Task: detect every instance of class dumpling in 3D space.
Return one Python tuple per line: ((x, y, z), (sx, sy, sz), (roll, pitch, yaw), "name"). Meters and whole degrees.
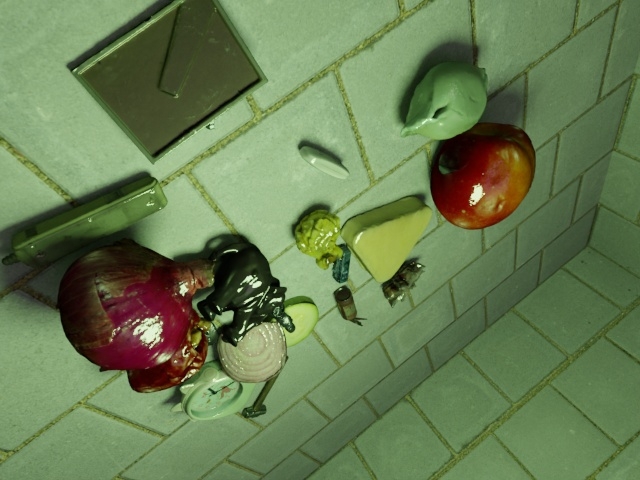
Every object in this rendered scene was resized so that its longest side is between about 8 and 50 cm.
((0.401, -0.421, 1.399), (0.321, 0.211, 0.269), (-4, 131, -24), "dumpling")

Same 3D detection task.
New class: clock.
((-0.412, 0.576, 1.704), (0.325, 0.108, 0.265), (6, 122, -41), "clock")

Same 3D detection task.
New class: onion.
((-0.431, 0.145, 1.104), (0.386, 0.347, 0.347), (-24, 140, 5), "onion")
((-0.248, 0.402, 1.638), (0.251, 0.111, 0.247), (-8, 108, -4), "onion")

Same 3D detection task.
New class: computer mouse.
((-0.398, 0.333, 1.546), (0.079, 0.047, 0.134), (-25, 135, -21), "computer mouse")

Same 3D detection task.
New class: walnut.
((-0.480, 0.330, 1.368), (0.269, 0.244, 0.221), (-25, 108, 8), "walnut")

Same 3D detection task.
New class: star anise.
((0.373, 0.187, 2.002), (0.236, 0.109, 0.223), (-19, 146, -51), "star anise")

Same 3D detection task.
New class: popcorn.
((0.005, -0.009, 1.502), (0.168, 0.174, 0.195), (-57, 134, -17), "popcorn")

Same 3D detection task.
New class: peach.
((0.569, -0.243, 1.596), (0.310, 0.335, 0.405), (9, 124, -36), "peach")

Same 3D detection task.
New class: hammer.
((-0.232, 0.663, 1.983), (0.111, 0.043, 0.365), (10, 117, -43), "hammer")

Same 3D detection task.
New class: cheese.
((0.255, 0.022, 1.755), (0.384, 0.104, 0.383), (-22, 137, -23), "cheese")

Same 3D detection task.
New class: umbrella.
((-0.152, 0.269, 1.619), (0.072, 0.080, 0.224), (-26, 127, 9), "umbrella")

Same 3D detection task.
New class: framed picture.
((-0.315, -0.360, 0.963), (0.335, 0.022, 0.247), (-38, 125, -4), "framed picture")

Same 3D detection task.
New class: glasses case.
((0.015, -0.238, 1.348), (0.197, 0.076, 0.049), (17, 115, -46), "glasses case")

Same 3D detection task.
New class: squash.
((-0.122, 0.331, 1.775), (0.252, 0.049, 0.251), (-20, 133, -23), "squash")

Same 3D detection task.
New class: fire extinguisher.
((0.131, 0.307, 1.908), (0.075, 0.106, 0.252), (-48, 144, -25), "fire extinguisher")

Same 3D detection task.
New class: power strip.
((-0.567, -0.041, 1.064), (0.388, 0.066, 0.092), (-30, 141, -18), "power strip")

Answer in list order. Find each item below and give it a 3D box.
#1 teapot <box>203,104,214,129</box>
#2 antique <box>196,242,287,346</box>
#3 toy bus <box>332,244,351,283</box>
((-0.275, -0.309, 1.062), (0.066, 0.057, 0.087), (-21, 135, -23), "teapot")
((-0.248, 0.156, 1.376), (0.255, 0.185, 0.321), (-40, 131, -35), "antique")
((0.083, 0.095, 1.711), (0.047, 0.065, 0.165), (-20, 134, -26), "toy bus")
